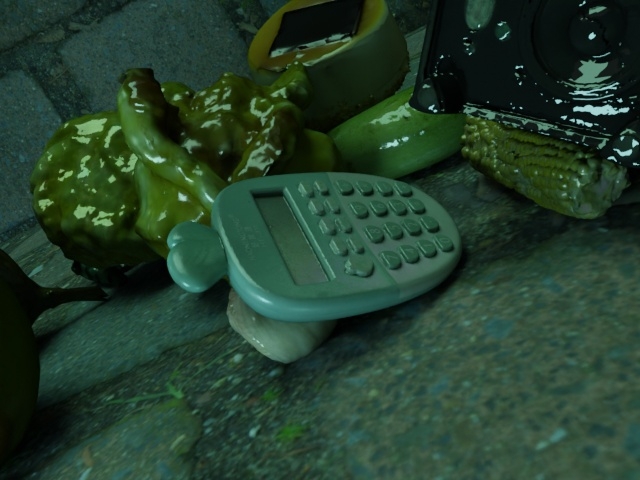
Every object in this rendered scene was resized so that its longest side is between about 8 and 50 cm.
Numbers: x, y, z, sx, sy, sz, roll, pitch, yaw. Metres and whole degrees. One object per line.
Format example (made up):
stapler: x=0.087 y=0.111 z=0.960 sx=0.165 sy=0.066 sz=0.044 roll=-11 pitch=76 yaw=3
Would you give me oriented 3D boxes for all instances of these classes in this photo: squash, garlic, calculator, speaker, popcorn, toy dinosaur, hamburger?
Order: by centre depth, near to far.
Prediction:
speaker: x=0.241 y=-0.182 z=0.531 sx=0.232 sy=0.184 sz=0.254 roll=23 pitch=28 yaw=34
calculator: x=0.000 y=0.000 z=0.588 sx=0.295 sy=0.042 sz=0.184 roll=-8 pitch=45 yaw=-23
garlic: x=-0.022 y=0.051 z=0.618 sx=0.124 sy=0.099 sz=0.174 roll=15 pitch=43 yaw=39
popcorn: x=-0.129 y=-0.094 z=0.847 sx=0.326 sy=0.290 sz=0.321 roll=15 pitch=24 yaw=31
squash: x=0.069 y=-0.137 z=0.937 sx=0.370 sy=0.118 sz=0.118 roll=-21 pitch=20 yaw=28
hamburger: x=0.017 y=-0.302 z=1.053 sx=0.276 sy=0.179 sz=0.294 roll=-8 pitch=48 yaw=23
popcorn: x=-0.327 y=-0.103 z=1.066 sx=0.334 sy=0.292 sz=0.293 roll=-21 pitch=17 yaw=-17
toy dinosaur: x=-0.413 y=0.036 z=1.211 sx=0.292 sy=0.079 sz=0.120 roll=15 pitch=50 yaw=45

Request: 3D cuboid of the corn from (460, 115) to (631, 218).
corn: x=0.223 y=-0.089 z=0.653 sx=0.086 sy=0.086 sz=0.288 roll=-27 pitch=21 yaw=3

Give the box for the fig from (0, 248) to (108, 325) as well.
fig: x=-0.542 y=0.118 z=1.009 sx=0.369 sy=0.286 sz=0.286 roll=3 pitch=3 yaw=-30

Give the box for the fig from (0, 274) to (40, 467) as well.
fig: x=-0.461 y=0.148 z=0.656 sx=0.343 sy=0.343 sz=0.343 roll=-25 pitch=19 yaw=9

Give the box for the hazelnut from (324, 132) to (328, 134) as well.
hazelnut: x=0.053 y=-0.293 z=1.266 sx=0.214 sy=0.176 sz=0.214 roll=-22 pitch=0 yaw=0
